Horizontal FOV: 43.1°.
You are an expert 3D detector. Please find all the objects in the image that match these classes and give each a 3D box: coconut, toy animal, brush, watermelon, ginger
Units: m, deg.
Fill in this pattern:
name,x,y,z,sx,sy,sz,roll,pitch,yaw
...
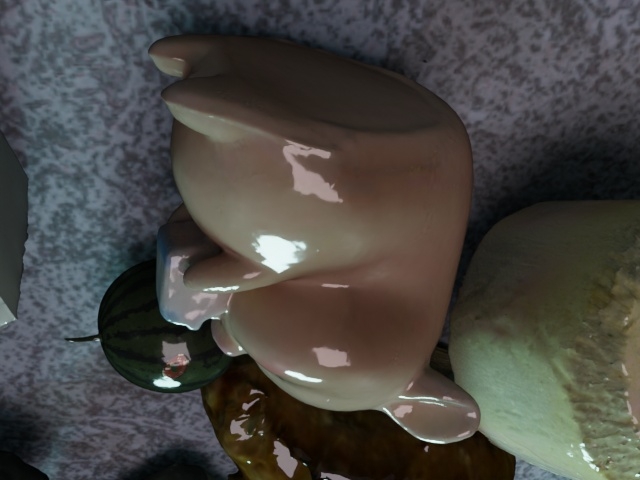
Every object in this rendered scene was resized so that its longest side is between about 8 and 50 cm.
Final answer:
name,x,y,z,sx,sy,sz,roll,pitch,yaw
coconut,0.225,0.079,0.642,0.239,0.244,0.239,1,87,-20
toy animal,-0.002,0.004,0.538,0.213,0.195,0.256,-6,126,-19
brush,0.058,0.096,0.748,0.170,0.014,0.043,22,125,-26
watermelon,-0.126,0.066,0.616,0.133,0.105,0.105,-4,129,-23
ginger,0.034,0.193,0.709,0.321,0.172,0.165,24,158,-23

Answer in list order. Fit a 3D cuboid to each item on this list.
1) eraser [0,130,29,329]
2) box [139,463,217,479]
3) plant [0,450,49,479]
name,x,y,z,sx,sy,sz,roll,pitch,yaw
eraser,-0.230,-0.078,0.446,0.038,0.157,0.230,-19,130,-3
box,-0.165,0.326,0.795,0.210,0.148,0.129,-32,136,15
plant,-0.327,0.272,0.705,0.256,0.164,0.142,-31,126,31
